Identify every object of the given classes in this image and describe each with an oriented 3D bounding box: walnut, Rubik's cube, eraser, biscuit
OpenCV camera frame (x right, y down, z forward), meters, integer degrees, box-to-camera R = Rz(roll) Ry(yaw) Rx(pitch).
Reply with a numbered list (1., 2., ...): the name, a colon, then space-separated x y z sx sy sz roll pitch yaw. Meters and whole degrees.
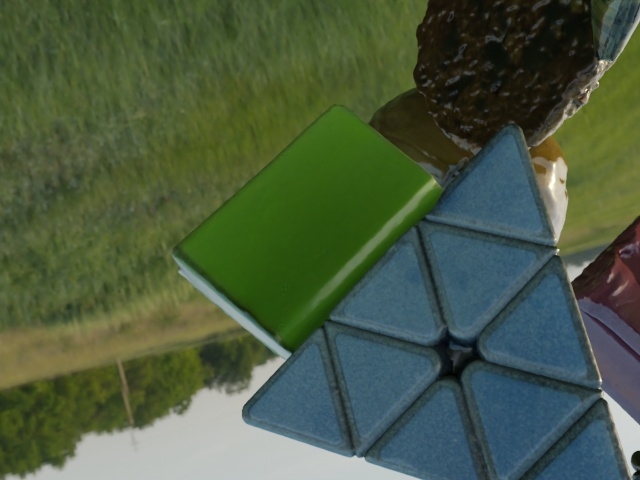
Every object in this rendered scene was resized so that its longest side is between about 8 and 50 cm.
1. walnut: 0.221 -0.085 1.550 0.308 0.354 0.398 -39 179 -3
2. Rubik's cube: 0.122 0.091 0.773 0.228 0.229 0.233 -31 -157 49
3. eraser: 0.000 0.000 1.106 0.274 0.210 0.092 -46 167 -21
4. biscuit: 0.259 -0.270 1.268 0.081 0.289 0.334 2 140 -43

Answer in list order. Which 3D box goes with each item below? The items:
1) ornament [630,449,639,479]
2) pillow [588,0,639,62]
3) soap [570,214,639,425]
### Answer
1. ornament: 0.496 0.436 1.398 0.106 0.260 0.251 8 125 -39
2. pillow: 0.235 -0.271 0.704 0.052 0.208 0.212 10 141 3
3. soap: 0.439 0.127 1.006 0.233 0.359 0.128 -32 155 -29
